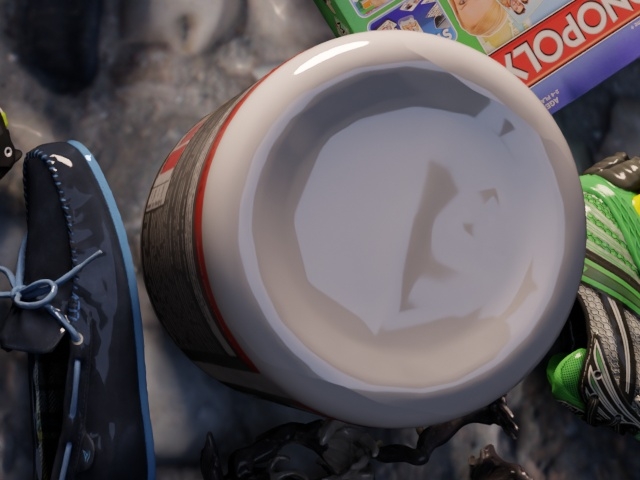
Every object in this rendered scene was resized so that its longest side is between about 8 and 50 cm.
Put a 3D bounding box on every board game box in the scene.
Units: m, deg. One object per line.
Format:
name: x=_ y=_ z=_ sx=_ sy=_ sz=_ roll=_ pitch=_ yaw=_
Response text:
board game box: x=0.159 y=-0.211 z=1.162 sx=0.317 sy=0.046 sz=0.214 roll=-33 pitch=95 yaw=-14

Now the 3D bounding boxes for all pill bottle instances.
pill bottle: x=0.000 y=0.000 z=0.942 sx=0.210 sy=0.363 sz=0.210 roll=1 pitch=88 yaw=-15

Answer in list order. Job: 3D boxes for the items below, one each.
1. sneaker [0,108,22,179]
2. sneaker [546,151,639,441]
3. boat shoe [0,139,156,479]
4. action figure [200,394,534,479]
sneaker: x=-0.251 y=-0.083 z=1.036 sx=0.097 sy=0.084 sz=0.235 roll=13 pitch=89 yaw=-33
sneaker: x=0.252 y=0.116 z=1.142 sx=0.146 sy=0.134 sz=0.344 roll=-30 pitch=86 yaw=-8
boat shoe: x=-0.172 y=0.062 z=1.023 sx=0.089 sy=0.109 sz=0.258 roll=-11 pitch=88 yaw=-29
action figure: x=0.019 y=0.187 z=1.057 sx=0.275 sy=0.141 sz=0.164 roll=-20 pitch=104 yaw=-17
